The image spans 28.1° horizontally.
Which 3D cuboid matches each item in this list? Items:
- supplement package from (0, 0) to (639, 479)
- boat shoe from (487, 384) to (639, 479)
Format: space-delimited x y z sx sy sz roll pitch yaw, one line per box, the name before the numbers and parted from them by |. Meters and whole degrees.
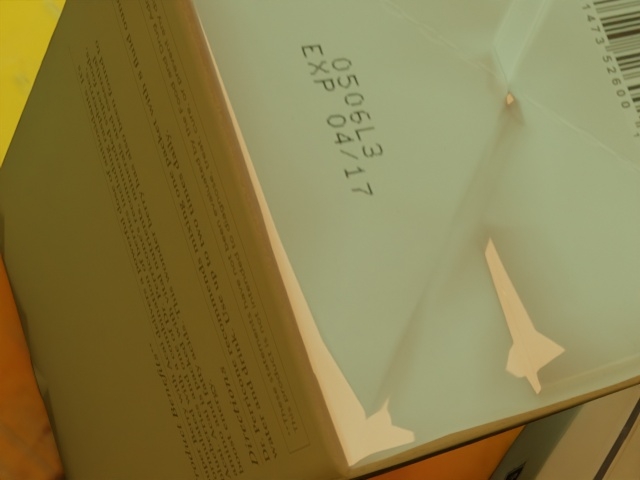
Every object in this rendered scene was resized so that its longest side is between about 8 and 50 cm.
supplement package | 0.000 0.000 0.474 0.175 0.293 0.177 -14 79 -26
boat shoe | 0.093 0.171 0.575 0.088 0.096 0.267 41 54 0
